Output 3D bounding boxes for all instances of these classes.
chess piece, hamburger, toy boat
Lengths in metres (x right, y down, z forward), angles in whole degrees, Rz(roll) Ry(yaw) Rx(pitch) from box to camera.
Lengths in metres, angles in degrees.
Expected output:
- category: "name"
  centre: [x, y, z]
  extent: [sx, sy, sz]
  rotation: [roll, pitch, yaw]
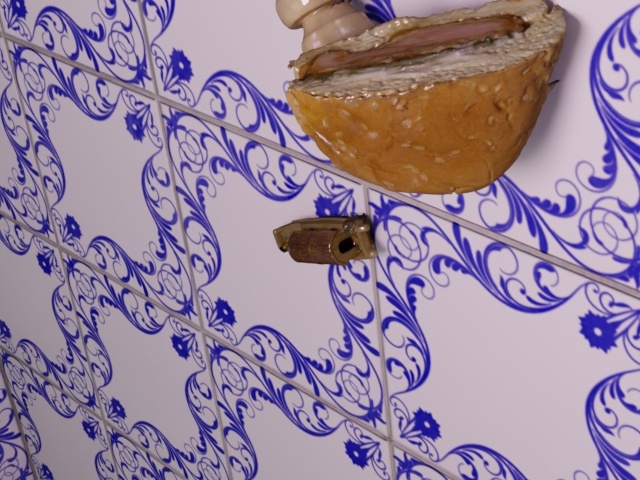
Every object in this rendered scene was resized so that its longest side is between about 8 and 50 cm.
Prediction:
- category: "chess piece"
  centre: [0.007, -0.298, 1.620]
  extent: [0.142, 0.142, 0.261]
  rotation: [-32, 83, 57]
- category: "hamburger"
  centre: [0.141, -0.147, 1.464]
  extent: [0.329, 0.162, 0.209]
  rotation: [-13, 128, 12]
- category: "toy boat"
  centre: [0.000, 0.000, 1.890]
  extent: [0.226, 0.088, 0.068]
  rotation: [2, 118, 51]
